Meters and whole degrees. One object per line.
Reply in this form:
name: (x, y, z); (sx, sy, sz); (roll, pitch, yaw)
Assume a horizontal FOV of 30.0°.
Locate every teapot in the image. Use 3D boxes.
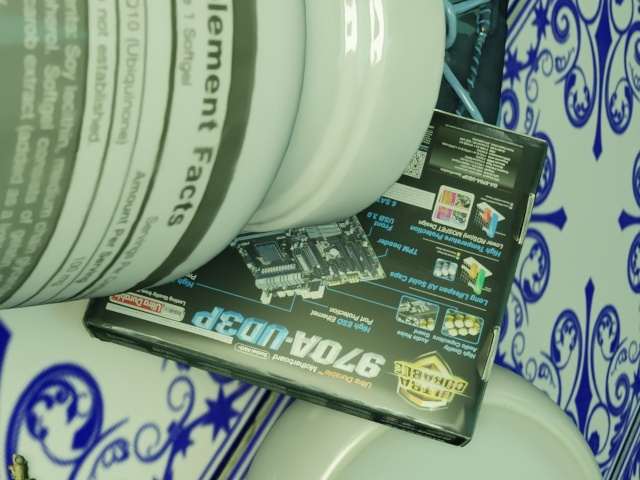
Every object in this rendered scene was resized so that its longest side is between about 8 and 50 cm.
teapot: (0.049, 0.186, 0.780); (0.256, 0.187, 0.252); (-38, 106, -12)

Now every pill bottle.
pill bottle: (-0.138, -0.076, 0.441); (0.363, 0.210, 0.210); (-7, 99, -42)

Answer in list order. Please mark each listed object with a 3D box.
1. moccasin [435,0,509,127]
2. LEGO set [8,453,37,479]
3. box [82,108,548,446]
moccasin: (0.057, -0.161, 0.801); (0.117, 0.137, 0.342); (59, 35, -54)
LEGO set: (-0.176, 0.146, 0.611); (0.083, 0.023, 0.054); (-34, 122, -60)
box: (0.000, 0.000, 0.669); (0.051, 0.220, 0.175); (96, 10, -74)
